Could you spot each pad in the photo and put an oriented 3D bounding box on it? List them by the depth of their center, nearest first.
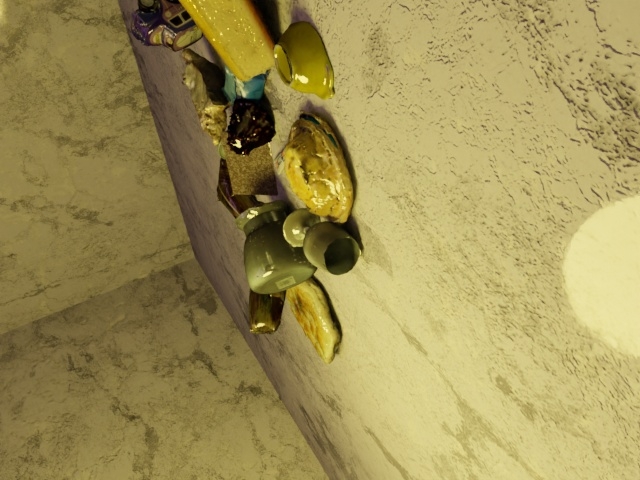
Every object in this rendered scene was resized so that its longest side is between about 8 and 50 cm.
[{"bbox_3d":[-0.226,-0.243,1.692,0.003,0.158,0.235,-73,-18,-49],"label":"pad"}]

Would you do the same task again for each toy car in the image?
[{"bbox_3d":[-0.488,-0.707,1.719,0.158,0.235,0.172,53,159,3],"label":"toy car"}]

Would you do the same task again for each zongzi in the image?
[{"bbox_3d":[-0.177,0.152,1.884,0.286,0.138,0.300,-87,11,-47],"label":"zongzi"},{"bbox_3d":[-0.308,-0.200,1.982,0.248,0.111,0.241,44,144,37],"label":"zongzi"}]

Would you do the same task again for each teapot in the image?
[{"bbox_3d":[-0.131,0.004,1.683,0.223,0.305,0.285,-31,69,26],"label":"teapot"}]

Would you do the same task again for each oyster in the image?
[{"bbox_3d":[-0.361,-0.481,1.734,0.110,0.166,0.341,-28,60,29],"label":"oyster"}]

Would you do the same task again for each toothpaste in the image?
[{"bbox_3d":[-0.107,-0.236,1.535,0.218,0.033,0.052,162,90,-74],"label":"toothpaste"}]

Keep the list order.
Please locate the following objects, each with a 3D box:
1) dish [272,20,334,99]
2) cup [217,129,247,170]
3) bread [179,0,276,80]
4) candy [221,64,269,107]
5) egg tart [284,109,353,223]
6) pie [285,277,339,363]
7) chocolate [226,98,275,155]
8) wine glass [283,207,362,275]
[{"bbox_3d":[-0.049,-0.385,1.155,0.207,0.080,0.149,62,160,19],"label":"dish"},{"bbox_3d":[-0.264,-0.295,1.754,0.141,0.120,0.120,44,151,29],"label":"cup"},{"bbox_3d":[-0.257,-0.574,1.226,0.323,0.143,0.333,56,-176,26],"label":"bread"},{"bbox_3d":[-0.225,-0.458,1.533,0.187,0.077,0.331,57,161,8],"label":"candy"},{"bbox_3d":[-0.023,-0.168,1.279,0.291,0.107,0.290,51,155,36],"label":"egg tart"},{"bbox_3d":[-0.029,0.254,1.792,0.337,0.075,0.337,54,157,36],"label":"pie"},{"bbox_3d":[-0.221,-0.309,1.517,0.156,0.133,0.156,27,153,15],"label":"chocolate"},{"bbox_3d":[0.000,0.000,1.378,0.241,0.126,0.126,34,142,55],"label":"wine glass"}]
